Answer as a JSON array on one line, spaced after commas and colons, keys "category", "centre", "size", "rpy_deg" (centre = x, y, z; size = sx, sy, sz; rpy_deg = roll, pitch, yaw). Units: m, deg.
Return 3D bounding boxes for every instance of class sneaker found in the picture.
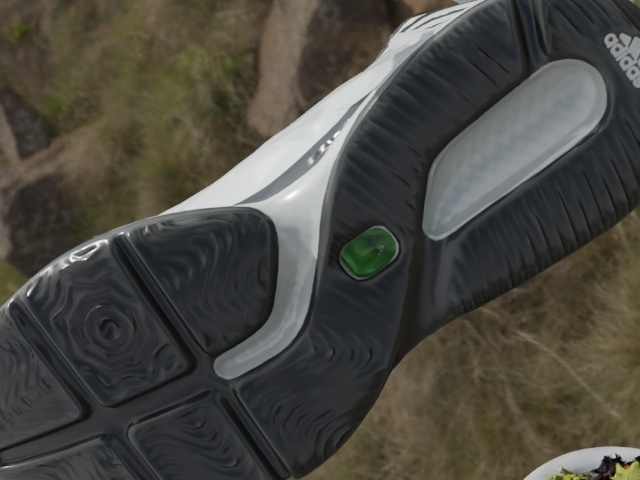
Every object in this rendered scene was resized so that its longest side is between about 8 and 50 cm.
[{"category": "sneaker", "centre": [0.001, 0.001, 0.680], "size": [0.447, 0.169, 0.257], "rpy_deg": [-32, 8, 15]}]

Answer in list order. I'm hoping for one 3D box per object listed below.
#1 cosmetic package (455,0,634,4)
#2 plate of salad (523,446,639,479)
[{"category": "cosmetic package", "centre": [0.141, -0.358, 0.947], "size": [0.284, 0.377, 0.097], "rpy_deg": [-60, 12, 17]}, {"category": "plate of salad", "centre": [0.219, 0.217, 0.748], "size": [0.200, 0.200, 0.048], "rpy_deg": [-105, 10, -45]}]
